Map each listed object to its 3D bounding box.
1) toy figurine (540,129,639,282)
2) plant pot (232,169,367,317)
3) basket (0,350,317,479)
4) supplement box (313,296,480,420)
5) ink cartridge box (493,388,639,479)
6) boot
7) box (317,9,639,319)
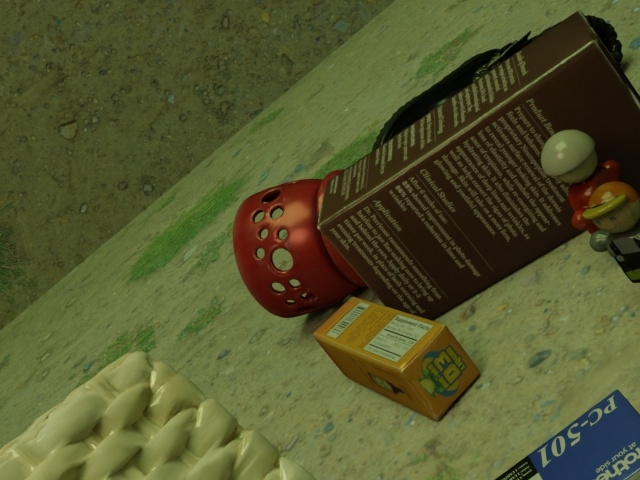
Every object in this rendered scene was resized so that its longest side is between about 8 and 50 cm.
[{"bbox_3d":[0.340,-0.071,0.992,0.213,0.148,0.209,-35,20,14],"label":"toy figurine"},{"bbox_3d":[0.000,0.000,1.425,0.174,0.191,0.191,-18,28,30],"label":"plant pot"},{"bbox_3d":[-0.093,0.294,0.531,0.331,0.328,0.266,-41,-23,-47],"label":"basket"},{"bbox_3d":[0.080,0.128,1.150,0.080,0.078,0.233,-42,20,-13],"label":"supplement box"},{"bbox_3d":[0.185,0.216,0.809,0.207,0.046,0.097,-38,20,6],"label":"ink cartridge box"},{"bbox_3d":[0.246,-0.187,1.448,0.348,0.131,0.260,-47,20,-20],"label":"boot"},{"bbox_3d":[0.202,-0.076,1.198,0.381,0.191,0.143,-32,21,22],"label":"box"}]
